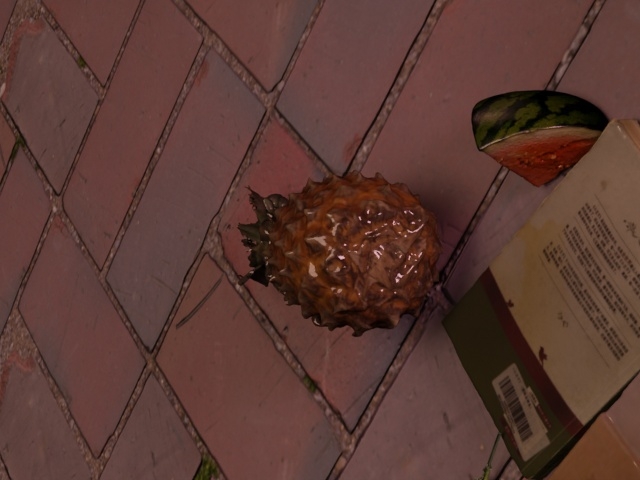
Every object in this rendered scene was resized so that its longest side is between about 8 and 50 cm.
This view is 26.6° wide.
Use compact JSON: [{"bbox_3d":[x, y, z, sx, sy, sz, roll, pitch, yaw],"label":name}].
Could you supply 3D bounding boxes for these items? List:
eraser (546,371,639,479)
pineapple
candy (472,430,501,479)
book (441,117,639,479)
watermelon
[{"bbox_3d":[0.236,0.265,1.131,0.343,0.078,0.144,-59,44,29],"label":"eraser"},{"bbox_3d":[0.000,0.000,1.456,0.361,0.175,0.175,-156,78,-67],"label":"pineapple"},{"bbox_3d":[0.160,0.216,1.281,0.023,0.025,0.083,21,119,11],"label":"candy"},{"bbox_3d":[0.233,0.056,1.228,0.289,0.026,0.201,-52,46,33],"label":"book"},{"bbox_3d":[0.203,-0.098,1.282,0.135,0.125,0.094,-103,0,-69],"label":"watermelon"}]
